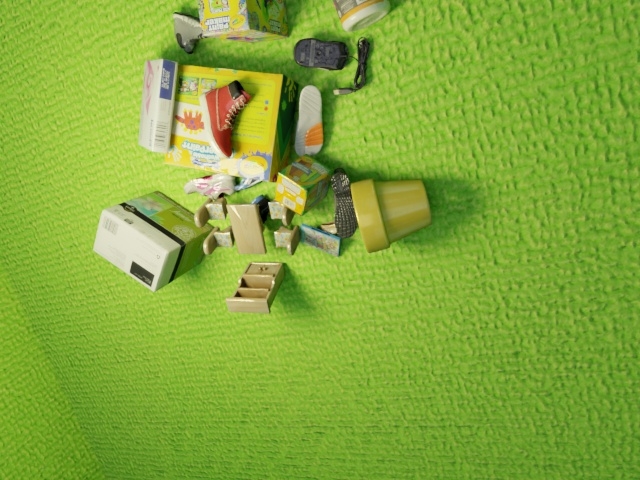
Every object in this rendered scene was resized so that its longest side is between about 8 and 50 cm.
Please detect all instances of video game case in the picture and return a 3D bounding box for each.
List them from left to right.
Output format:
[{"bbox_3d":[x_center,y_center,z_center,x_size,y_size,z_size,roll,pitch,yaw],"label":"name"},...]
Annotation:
[{"bbox_3d":[0.000,0.000,1.753,0.166,0.015,0.119,21,147,13],"label":"video game case"}]

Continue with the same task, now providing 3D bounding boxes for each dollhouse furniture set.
[{"bbox_3d":[-0.277,0.050,1.719,0.362,0.256,0.394,0,122,13],"label":"dollhouse furniture set"}]

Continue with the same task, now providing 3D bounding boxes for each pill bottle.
[{"bbox_3d":[0.098,-0.816,1.371,0.162,0.162,0.278,-18,101,26],"label":"pill bottle"}]

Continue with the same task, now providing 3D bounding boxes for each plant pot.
[{"bbox_3d":[0.250,-0.105,1.537,0.239,0.254,0.253,-14,103,9],"label":"plant pot"}]

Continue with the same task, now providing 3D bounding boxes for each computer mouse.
[{"bbox_3d":[0.038,-0.599,1.533,0.262,0.060,0.184,3,106,8],"label":"computer mouse"}]

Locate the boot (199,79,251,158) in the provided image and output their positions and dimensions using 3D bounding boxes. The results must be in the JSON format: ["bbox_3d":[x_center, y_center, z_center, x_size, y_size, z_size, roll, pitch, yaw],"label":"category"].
[{"bbox_3d":[-0.303,-0.412,1.507,0.176,0.088,0.244,-15,88,18],"label":"boot"}]

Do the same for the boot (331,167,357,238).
[{"bbox_3d":[0.090,-0.141,1.622,0.084,0.161,0.246,-6,102,6],"label":"boot"}]

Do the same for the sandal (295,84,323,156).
[{"bbox_3d":[-0.035,-0.434,1.607,0.102,0.076,0.265,4,124,-5],"label":"sandal"}]

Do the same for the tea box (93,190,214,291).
[{"bbox_3d":[-0.699,-0.008,1.881,0.329,0.323,0.220,32,118,7],"label":"tea box"}]

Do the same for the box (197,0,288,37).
[{"bbox_3d":[-0.249,-0.808,1.436,0.177,0.290,0.279,2,108,21],"label":"box"}]

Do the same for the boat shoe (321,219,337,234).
[{"bbox_3d":[0.074,-0.068,1.705,0.170,0.063,0.059,-23,105,27],"label":"boat shoe"}]

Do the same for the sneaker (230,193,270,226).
[{"bbox_3d":[-0.284,-0.084,1.829,0.090,0.081,0.232,49,118,5],"label":"sneaker"}]

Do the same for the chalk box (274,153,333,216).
[{"bbox_3d":[-0.046,-0.214,1.614,0.132,0.213,0.132,33,140,16],"label":"chalk box"}]

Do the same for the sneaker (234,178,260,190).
[{"bbox_3d":[-0.288,-0.245,1.786,0.144,0.053,0.059,-25,97,13],"label":"sneaker"}]

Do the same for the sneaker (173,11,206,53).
[{"bbox_3d":[-0.459,-0.759,1.662,0.229,0.086,0.132,29,122,21],"label":"sneaker"}]

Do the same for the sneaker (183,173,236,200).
[{"bbox_3d":[-0.456,-0.214,1.837,0.252,0.103,0.111,-9,104,24],"label":"sneaker"}]

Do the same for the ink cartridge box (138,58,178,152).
[{"bbox_3d":[-0.638,-0.514,1.691,0.330,0.072,0.324,25,110,51],"label":"ink cartridge box"}]

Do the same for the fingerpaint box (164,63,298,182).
[{"bbox_3d":[-0.332,-0.430,1.646,0.445,0.163,0.370,11,100,17],"label":"fingerpaint box"}]
